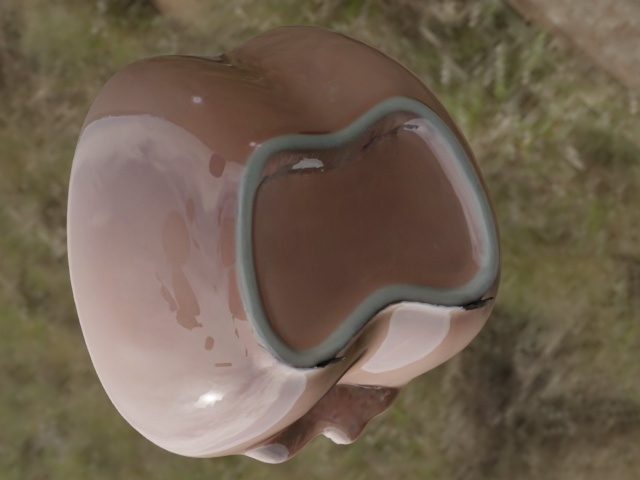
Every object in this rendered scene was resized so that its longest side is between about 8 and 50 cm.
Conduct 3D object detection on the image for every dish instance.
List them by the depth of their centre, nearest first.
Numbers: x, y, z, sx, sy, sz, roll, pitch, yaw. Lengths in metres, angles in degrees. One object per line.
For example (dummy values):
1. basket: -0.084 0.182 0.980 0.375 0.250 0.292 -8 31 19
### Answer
1. dish: 0.000 0.000 0.765 0.213 0.213 0.090 51 152 -18
